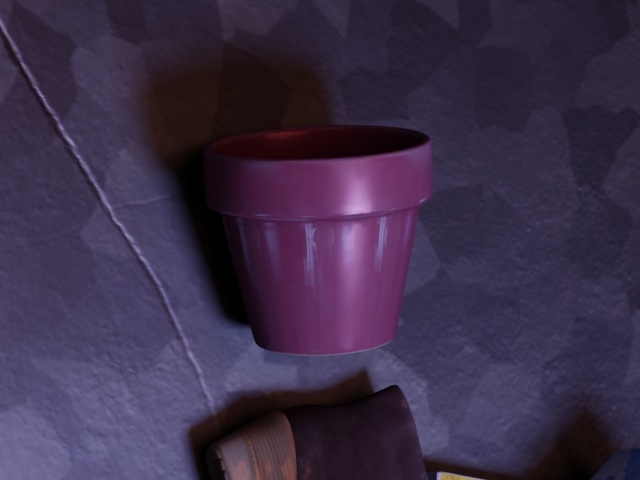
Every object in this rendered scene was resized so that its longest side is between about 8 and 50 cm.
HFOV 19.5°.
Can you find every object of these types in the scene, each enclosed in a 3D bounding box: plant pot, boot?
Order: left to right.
[{"bbox_3d":[0.000,0.000,1.649,0.201,0.201,0.180,-9,103,-31],"label":"plant pot"},{"bbox_3d":[0.019,0.265,1.669,0.206,0.090,0.248,-12,86,-29],"label":"boot"}]

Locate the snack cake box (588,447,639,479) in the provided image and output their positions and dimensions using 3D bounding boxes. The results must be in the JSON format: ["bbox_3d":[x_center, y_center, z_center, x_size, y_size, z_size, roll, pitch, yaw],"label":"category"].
[{"bbox_3d":[0.268,0.335,1.757,0.264,0.089,0.152,-41,104,-29],"label":"snack cake box"}]

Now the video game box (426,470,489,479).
[{"bbox_3d":[0.174,0.327,1.779,0.205,0.048,0.187,15,78,-29],"label":"video game box"}]
